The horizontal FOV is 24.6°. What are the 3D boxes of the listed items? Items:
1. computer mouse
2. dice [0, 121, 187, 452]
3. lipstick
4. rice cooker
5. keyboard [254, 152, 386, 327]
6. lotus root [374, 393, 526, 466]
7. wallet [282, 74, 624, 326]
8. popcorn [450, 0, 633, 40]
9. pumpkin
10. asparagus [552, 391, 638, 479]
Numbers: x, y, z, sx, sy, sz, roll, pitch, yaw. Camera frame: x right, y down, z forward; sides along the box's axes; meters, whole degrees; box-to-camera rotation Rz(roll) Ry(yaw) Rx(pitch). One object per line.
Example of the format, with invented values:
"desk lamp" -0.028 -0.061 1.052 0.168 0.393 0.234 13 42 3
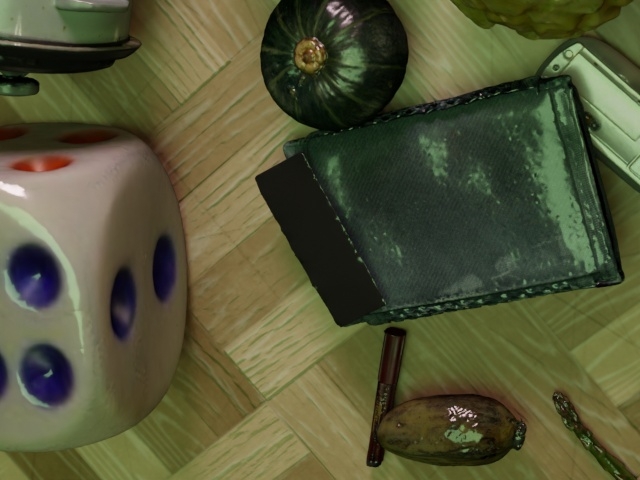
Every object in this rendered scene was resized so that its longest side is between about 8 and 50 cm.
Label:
"computer mouse" 0.317 -0.130 1.556 0.199 0.045 0.102 40 114 3
"dice" -0.318 0.043 1.637 0.277 0.304 0.304 3 107 14
"lipstick" 0.076 0.187 1.727 0.027 0.027 0.176 11 110 11
"rice cooker" -0.318 -0.300 1.560 0.317 0.264 0.316 7 101 39
"keyboard" 0.001 -0.001 1.638 0.074 0.015 0.196 -28 94 27
"lotus root" 0.149 0.216 1.686 0.179 0.089 0.080 0 65 18
"wallet" 0.145 -0.040 1.606 0.342 0.075 0.237 -12 105 27
"popcorn" 0.218 -0.336 1.416 0.247 0.282 0.282 28 111 8
"pumpkin" 0.013 -0.201 1.572 0.167 0.125 0.167 8 113 19
"asparagus" 0.347 0.267 1.682 0.248 0.024 0.025 47 69 -2
